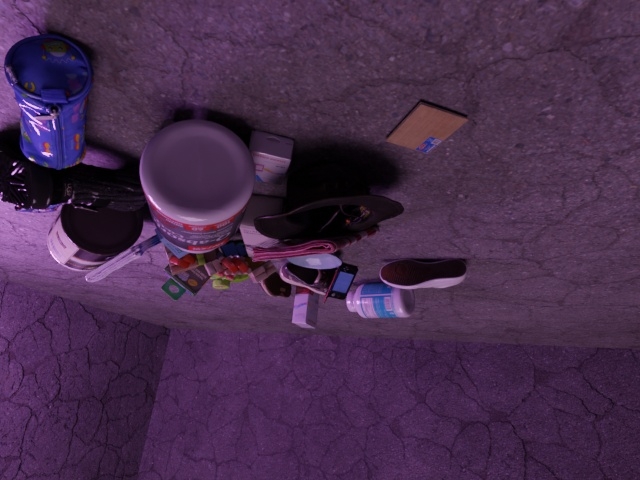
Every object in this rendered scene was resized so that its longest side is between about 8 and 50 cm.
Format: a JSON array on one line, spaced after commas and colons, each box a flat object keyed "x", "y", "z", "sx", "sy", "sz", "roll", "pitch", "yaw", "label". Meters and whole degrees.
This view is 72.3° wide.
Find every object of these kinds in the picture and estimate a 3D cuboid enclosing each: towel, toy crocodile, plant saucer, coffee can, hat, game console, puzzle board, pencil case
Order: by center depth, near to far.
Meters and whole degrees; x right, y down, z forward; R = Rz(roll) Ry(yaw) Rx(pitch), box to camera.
[{"x": -0.481, "y": -0.230, "z": 0.789, "sx": 0.120, "sy": 0.132, "sz": 0.306, "roll": -1, "pitch": 167, "yaw": -31, "label": "pencil case"}, {"x": 0.194, "y": -0.207, "z": 0.814, "sx": 0.097, "sy": 0.011, "sz": 0.128, "roll": 12, "pitch": 159, "yaw": -17, "label": "puzzle board"}, {"x": 0.012, "y": -0.099, "z": 0.984, "sx": 0.332, "sy": 0.133, "sz": 0.331, "roll": -7, "pitch": 170, "yaw": -1, "label": "hat"}, {"x": 0.000, "y": 0.000, "z": 1.179, "sx": 0.237, "sy": 0.037, "sz": 0.329, "roll": -7, "pitch": -174, "yaw": 26, "label": "towel"}, {"x": -0.657, "y": -0.031, "z": 1.267, "sx": 0.202, "sy": 0.201, "sz": 0.276, "roll": 21, "pitch": 156, "yaw": -33, "label": "coffee can"}, {"x": -0.530, "y": 0.028, "z": 1.295, "sx": 0.210, "sy": 0.034, "sz": 0.285, "roll": -26, "pitch": -169, "yaw": 18, "label": "towel"}, {"x": -0.021, "y": 0.053, "z": 1.527, "sx": 0.195, "sy": 0.037, "sz": 0.195, "roll": 6, "pitch": 159, "yaw": 2, "label": "plant saucer"}, {"x": 0.077, "y": 0.164, "z": 1.614, "sx": 0.124, "sy": 0.143, "sz": 0.085, "roll": 16, "pitch": -164, "yaw": -25, "label": "game console"}, {"x": -0.417, "y": 0.107, "z": 1.685, "sx": 0.105, "sy": 0.115, "sz": 0.341, "roll": -15, "pitch": 153, "yaw": 33, "label": "toy crocodile"}]

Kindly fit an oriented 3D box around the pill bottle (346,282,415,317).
[{"x": 0.242, "y": 0.246, "z": 1.804, "sx": 0.264, "sy": 0.146, "sz": 0.146, "roll": -7, "pitch": 155, "yaw": 34, "label": "pill bottle"}]

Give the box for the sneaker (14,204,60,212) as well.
[{"x": -0.789, "y": -0.121, "z": 1.264, "sx": 0.222, "sy": 0.083, "sz": 0.087, "roll": -1, "pitch": 172, "yaw": 34, "label": "sneaker"}]

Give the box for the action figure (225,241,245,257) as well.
[{"x": -0.234, "y": 0.036, "z": 1.522, "sx": 0.233, "sy": 0.063, "sz": 0.137, "roll": -12, "pitch": 150, "yaw": 32, "label": "action figure"}]

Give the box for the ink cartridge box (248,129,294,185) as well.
[{"x": -0.112, "y": -0.173, "z": 0.934, "sx": 0.089, "sy": 0.052, "sz": 0.122, "roll": 11, "pitch": 158, "yaw": -11, "label": "ink cartridge box"}]

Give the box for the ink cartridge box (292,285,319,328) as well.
[{"x": -0.066, "y": 0.306, "z": 2.013, "sx": 0.073, "sy": 0.174, "sz": 0.127, "roll": -2, "pitch": 157, "yaw": 21, "label": "ink cartridge box"}]

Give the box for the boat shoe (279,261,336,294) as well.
[{"x": -0.012, "y": 0.142, "z": 1.672, "sx": 0.286, "sy": 0.102, "sz": 0.092, "roll": 16, "pitch": 163, "yaw": -9, "label": "boat shoe"}]

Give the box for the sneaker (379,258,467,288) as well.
[{"x": 0.356, "y": 0.130, "z": 1.518, "sx": 0.291, "sy": 0.105, "sz": 0.123, "roll": -2, "pitch": 155, "yaw": 17, "label": "sneaker"}]

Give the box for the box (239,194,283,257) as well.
[{"x": -0.164, "y": -0.030, "z": 1.268, "sx": 0.113, "sy": 0.094, "sz": 0.275, "roll": 6, "pitch": 160, "yaw": 0, "label": "box"}]

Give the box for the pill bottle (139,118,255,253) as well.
[{"x": -0.267, "y": -0.091, "z": 0.964, "sx": 0.211, "sy": 0.209, "sz": 0.363, "roll": 11, "pitch": 164, "yaw": -13, "label": "pill bottle"}]

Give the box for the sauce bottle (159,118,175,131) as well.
[{"x": -0.322, "y": -0.209, "z": 0.917, "sx": 0.042, "sy": 0.042, "sz": 0.128, "roll": 14, "pitch": 160, "yaw": -19, "label": "sauce bottle"}]

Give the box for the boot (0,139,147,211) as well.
[{"x": -0.606, "y": -0.147, "z": 1.051, "sx": 0.348, "sy": 0.130, "sz": 0.260, "roll": 24, "pitch": -159, "yaw": 33, "label": "boot"}]

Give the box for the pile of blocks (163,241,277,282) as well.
[{"x": -0.309, "y": 0.050, "z": 1.380, "sx": 0.363, "sy": 0.148, "sz": 0.113, "roll": 8, "pitch": 173, "yaw": -17, "label": "pile of blocks"}]

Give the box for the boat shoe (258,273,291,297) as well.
[{"x": -0.218, "y": 0.199, "z": 1.897, "sx": 0.095, "sy": 0.095, "sz": 0.257, "roll": 5, "pitch": 160, "yaw": 22, "label": "boat shoe"}]

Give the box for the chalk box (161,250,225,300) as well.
[{"x": -0.434, "y": 0.102, "z": 1.466, "sx": 0.132, "sy": 0.213, "sz": 0.132, "roll": 42, "pitch": 161, "yaw": -7, "label": "chalk box"}]

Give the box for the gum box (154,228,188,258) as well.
[{"x": -0.356, "y": -0.032, "z": 1.255, "sx": 0.185, "sy": 0.041, "sz": 0.157, "roll": -30, "pitch": 161, "yaw": -10, "label": "gum box"}]
